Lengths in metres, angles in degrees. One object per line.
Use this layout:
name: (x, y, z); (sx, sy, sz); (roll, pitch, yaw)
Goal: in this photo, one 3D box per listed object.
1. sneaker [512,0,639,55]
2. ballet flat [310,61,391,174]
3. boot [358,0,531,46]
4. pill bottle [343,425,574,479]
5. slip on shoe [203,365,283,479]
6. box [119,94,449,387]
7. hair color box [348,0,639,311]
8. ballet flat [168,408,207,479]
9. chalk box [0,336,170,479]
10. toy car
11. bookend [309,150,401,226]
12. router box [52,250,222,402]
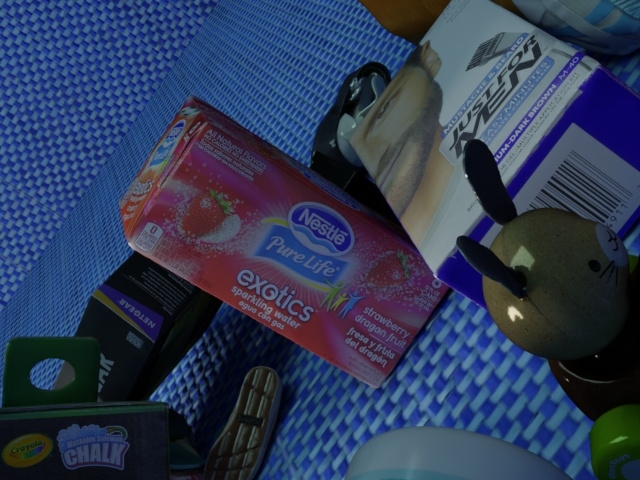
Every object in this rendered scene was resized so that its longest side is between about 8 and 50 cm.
sneaker: (0.247, -0.193, 0.928); (0.087, 0.092, 0.228); (-55, 39, -5)
ballet flat: (0.040, -0.132, 1.332); (0.074, 0.074, 0.203); (-36, 25, 44)
boot: (0.140, -0.294, 1.138); (0.295, 0.211, 0.104); (-35, 29, 45)
pill bottle: (0.050, 0.240, 0.602); (0.146, 0.146, 0.264); (-31, 31, 50)
slip on shoe: (-0.071, 0.188, 1.130); (0.041, 0.051, 0.135); (67, -141, -65)
box: (-0.031, 0.000, 1.005); (0.123, 0.257, 0.128); (-55, 19, 8)
hair color box: (0.141, -0.080, 0.957); (0.185, 0.110, 0.339); (-53, 18, 11)
ballet flat: (-0.165, 0.237, 1.217); (0.241, 0.091, 0.077); (-153, 63, -75)
chalk box: (-0.248, 0.235, 1.085); (0.179, 0.180, 0.289); (-20, 70, 59)
toy car: (0.151, 0.019, 0.651); (0.149, 0.188, 0.155); (-42, 24, 34)
bookend: (0.000, 0.000, 1.208); (0.157, 0.072, 0.156); (-56, 19, 1)
router box: (-0.178, 0.082, 1.282); (0.243, 0.081, 0.309); (-50, -4, -39)
